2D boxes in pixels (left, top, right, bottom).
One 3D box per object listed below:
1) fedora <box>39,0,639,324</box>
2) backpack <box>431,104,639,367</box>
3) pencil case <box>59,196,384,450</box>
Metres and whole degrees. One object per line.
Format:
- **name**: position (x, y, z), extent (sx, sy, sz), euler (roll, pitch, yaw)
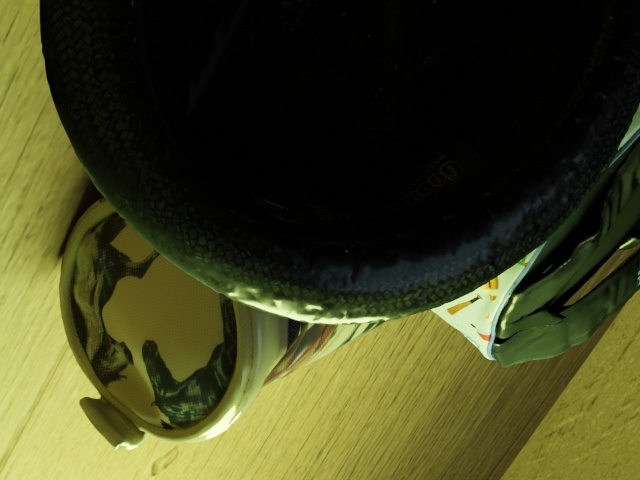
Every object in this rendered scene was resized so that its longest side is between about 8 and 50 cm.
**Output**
- **fedora**: position (0.007, -0.124, 0.790), extent (0.334, 0.334, 0.152), euler (-45, -165, -16)
- **backpack**: position (0.181, -0.037, 1.347), extent (0.263, 0.213, 0.276), euler (-52, 158, -23)
- **pencil case**: position (0.000, 0.000, 1.066), extent (0.410, 0.160, 0.184), euler (-26, 136, -52)
